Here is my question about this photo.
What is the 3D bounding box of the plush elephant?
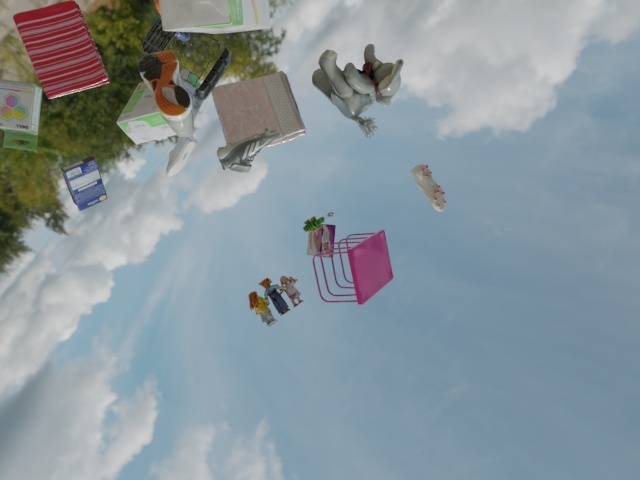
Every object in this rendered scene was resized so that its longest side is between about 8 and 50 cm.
[{"bbox_3d":[0.164,-0.562,1.731,0.255,0.330,0.272,-40,180,-5],"label":"plush elephant"}]

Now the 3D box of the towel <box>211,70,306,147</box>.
[{"bbox_3d":[-0.247,-0.512,1.961,0.317,0.053,0.331,-17,-113,-5],"label":"towel"}]

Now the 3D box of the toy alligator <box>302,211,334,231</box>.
[{"bbox_3d":[-0.020,-0.074,2.155,0.190,0.056,0.051,-25,-162,41],"label":"toy alligator"}]

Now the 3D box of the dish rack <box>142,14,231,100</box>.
[{"bbox_3d":[-0.465,-0.649,1.715,0.208,0.272,0.074,-60,-165,-10],"label":"dish rack"}]

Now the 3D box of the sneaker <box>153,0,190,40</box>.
[{"bbox_3d":[-0.615,-0.945,2.103,0.087,0.221,0.083,-23,-121,8],"label":"sneaker"}]

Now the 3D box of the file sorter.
[{"bbox_3d":[0.123,0.097,1.865,0.182,0.202,0.291,-5,-168,32],"label":"file sorter"}]

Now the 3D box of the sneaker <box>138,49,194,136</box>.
[{"bbox_3d":[-0.378,-0.360,1.228,0.099,0.121,0.262,-17,-120,-11],"label":"sneaker"}]

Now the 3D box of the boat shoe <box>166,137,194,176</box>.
[{"bbox_3d":[-0.576,-0.342,1.985,0.184,0.063,0.066,-54,165,26],"label":"boat shoe"}]

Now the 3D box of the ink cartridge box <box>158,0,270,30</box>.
[{"bbox_3d":[-0.274,-0.658,1.404,0.207,0.119,0.353,2,-159,16],"label":"ink cartridge box"}]

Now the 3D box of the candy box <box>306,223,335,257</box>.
[{"bbox_3d":[0.000,0.000,2.398,0.233,0.071,0.159,-178,-87,-73],"label":"candy box"}]

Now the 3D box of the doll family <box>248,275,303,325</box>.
[{"bbox_3d":[-0.204,0.242,2.014,0.263,0.163,0.118,-39,169,26],"label":"doll family"}]

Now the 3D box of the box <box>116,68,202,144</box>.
[{"bbox_3d":[-0.595,-0.501,1.869,0.262,0.126,0.231,-5,-128,25],"label":"box"}]

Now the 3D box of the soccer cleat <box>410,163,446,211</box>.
[{"bbox_3d":[0.411,-0.198,1.876,0.068,0.196,0.076,-31,-175,-29],"label":"soccer cleat"}]

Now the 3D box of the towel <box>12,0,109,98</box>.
[{"bbox_3d":[-0.811,-0.601,1.550,0.199,0.274,0.031,-23,-176,-17],"label":"towel"}]

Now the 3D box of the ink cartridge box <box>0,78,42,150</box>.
[{"bbox_3d":[-0.970,-0.401,1.584,0.062,0.109,0.209,-151,-112,-84],"label":"ink cartridge box"}]

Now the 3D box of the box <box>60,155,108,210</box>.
[{"bbox_3d":[-0.980,-0.235,2.060,0.136,0.225,0.036,-33,-122,-31],"label":"box"}]

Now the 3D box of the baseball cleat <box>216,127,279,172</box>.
[{"bbox_3d":[-0.212,-0.271,1.524,0.206,0.109,0.072,-16,-163,10],"label":"baseball cleat"}]
